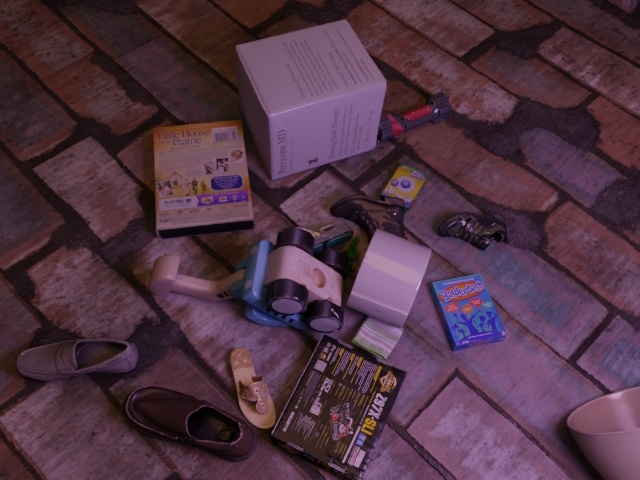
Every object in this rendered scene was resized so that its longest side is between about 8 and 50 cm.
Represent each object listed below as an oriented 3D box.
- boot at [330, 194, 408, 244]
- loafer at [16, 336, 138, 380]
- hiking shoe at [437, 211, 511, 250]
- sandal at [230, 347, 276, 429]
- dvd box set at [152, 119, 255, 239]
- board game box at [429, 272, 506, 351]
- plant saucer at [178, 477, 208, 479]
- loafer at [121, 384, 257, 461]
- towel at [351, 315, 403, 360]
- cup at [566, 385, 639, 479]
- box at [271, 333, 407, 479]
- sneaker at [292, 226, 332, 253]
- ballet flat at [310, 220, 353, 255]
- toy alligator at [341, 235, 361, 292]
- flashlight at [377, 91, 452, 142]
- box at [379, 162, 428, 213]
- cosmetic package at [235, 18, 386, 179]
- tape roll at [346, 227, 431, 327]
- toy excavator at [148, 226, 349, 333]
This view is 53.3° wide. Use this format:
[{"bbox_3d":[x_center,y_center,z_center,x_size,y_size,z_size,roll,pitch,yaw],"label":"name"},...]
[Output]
[{"bbox_3d":[0.161,-0.022,1.991,0.263,0.091,0.229,-2,66,4],"label":"boot"},{"bbox_3d":[-0.658,0.309,1.718,0.319,0.111,0.112,-6,58,-7],"label":"loafer"},{"bbox_3d":[0.486,-0.025,2.007,0.227,0.086,0.114,-6,55,-8],"label":"hiking shoe"},{"bbox_3d":[-0.189,0.389,1.714,0.088,0.079,0.240,-19,61,-14],"label":"sandal"},{"bbox_3d":[-0.388,-0.209,2.089,0.308,0.062,0.420,-7,59,-7],"label":"dvd box set"},{"bbox_3d":[0.432,0.209,1.880,0.160,0.047,0.210,-11,58,-10],"label":"board game box"},{"bbox_3d":[-0.314,0.717,1.525,0.278,0.041,0.278,1,59,-2],"label":"plant saucer"},{"bbox_3d":[-0.337,0.449,1.637,0.366,0.130,0.134,14,58,6],"label":"loafer"},{"bbox_3d":[0.165,0.267,1.807,0.113,0.023,0.152,27,34,13],"label":"towel"},{"bbox_3d":[0.815,0.522,1.580,0.331,0.331,0.237,-18,87,-14],"label":"cup"},{"bbox_3d":[0.052,0.442,1.696,0.257,0.079,0.322,24,59,9],"label":"box"},{"bbox_3d":[-0.039,0.010,1.972,0.161,0.057,0.075,12,52,1],"label":"sneaker"},{"bbox_3d":[0.000,0.000,1.923,0.213,0.072,0.068,-24,64,-23],"label":"ballet flat"},{"bbox_3d":[0.074,0.075,1.943,0.056,0.051,0.189,26,75,-22],"label":"toy alligator"},{"bbox_3d":[0.317,-0.443,2.252,0.304,0.103,0.103,-26,60,-17],"label":"flashlight"},{"bbox_3d":[0.283,-0.182,2.121,0.105,0.043,0.179,27,59,13],"label":"box"},{"bbox_3d":[-0.041,-0.464,2.110,0.394,0.329,0.327,-19,61,-13],"label":"cosmetic package"},{"bbox_3d":[0.194,0.106,1.810,0.169,0.246,0.246,21,59,6],"label":"tape roll"},{"bbox_3d":[-0.202,0.133,1.806,0.433,0.445,0.222,32,48,-35],"label":"toy excavator"}]
